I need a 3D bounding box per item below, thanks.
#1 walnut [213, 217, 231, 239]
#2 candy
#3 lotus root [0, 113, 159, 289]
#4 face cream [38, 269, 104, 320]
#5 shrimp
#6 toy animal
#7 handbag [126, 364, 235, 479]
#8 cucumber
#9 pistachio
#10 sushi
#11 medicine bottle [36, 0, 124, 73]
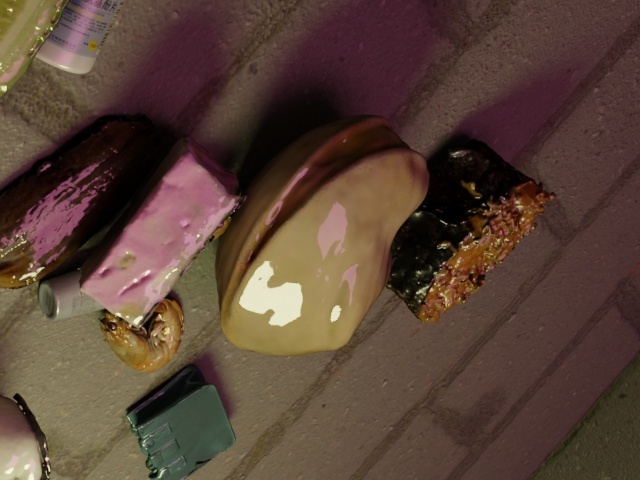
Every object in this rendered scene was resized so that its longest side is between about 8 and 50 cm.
[{"bbox_3d":[-0.192,-0.051,1.913,0.124,0.105,0.105,31,98,-39],"label":"walnut"},{"bbox_3d":[-0.230,-0.013,1.782,0.116,0.155,0.265,36,97,-17],"label":"candy"},{"bbox_3d":[-0.350,-0.048,1.764,0.329,0.078,0.167,-42,146,-9],"label":"lotus root"},{"bbox_3d":[-0.334,0.068,1.904,0.198,0.057,0.084,-17,136,-40],"label":"face cream"},{"bbox_3d":[-0.288,0.143,2.024,0.133,0.053,0.236,-44,148,-4],"label":"shrimp"},{"bbox_3d":[-0.568,0.330,1.799,0.310,0.183,0.247,-15,128,-31],"label":"toy animal"},{"bbox_3d":[-0.256,0.344,2.240,0.179,0.062,0.229,-34,142,-16],"label":"handbag"},{"bbox_3d":[-0.412,-0.263,1.478,0.145,0.105,0.325,15,114,-54],"label":"cucumber"},{"bbox_3d":[0.000,0.000,2.004,0.445,0.281,0.365,-54,156,13],"label":"pistachio"},{"bbox_3d":[0.250,-0.021,2.322,0.348,0.207,0.234,-50,152,5],"label":"sushi"},{"bbox_3d":[-0.299,-0.312,1.553,0.103,0.103,0.186,11,114,-51],"label":"medicine bottle"}]
